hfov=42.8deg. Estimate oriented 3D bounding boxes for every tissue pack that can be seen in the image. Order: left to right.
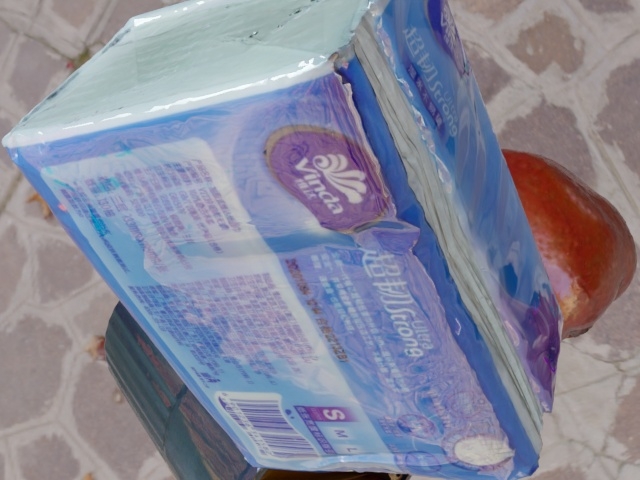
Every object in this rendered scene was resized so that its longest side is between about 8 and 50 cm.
[{"bbox_3d":[0.000,0.000,0.446,0.198,0.263,0.146,-6,38,32],"label":"tissue pack"}]

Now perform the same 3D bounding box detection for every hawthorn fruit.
[{"bbox_3d":[0.290,0.016,1.156,0.295,0.311,0.295,-27,30,17],"label":"hawthorn fruit"}]

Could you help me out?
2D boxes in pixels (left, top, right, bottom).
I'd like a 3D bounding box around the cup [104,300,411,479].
[{"bbox_3d":[-0.084,0.149,0.841,0.242,0.308,0.292,-52,49,4],"label":"cup"}]
